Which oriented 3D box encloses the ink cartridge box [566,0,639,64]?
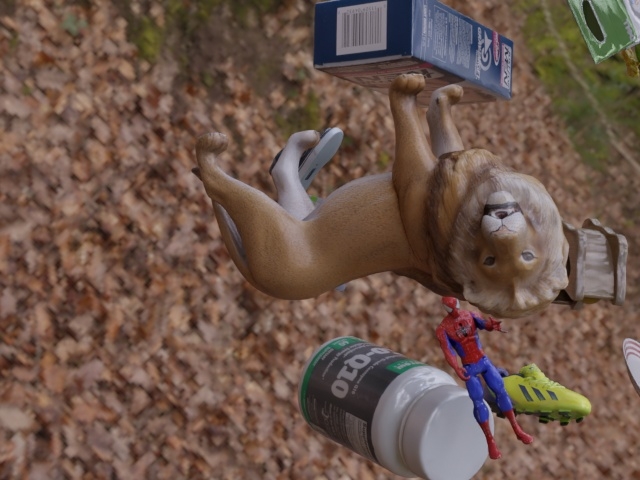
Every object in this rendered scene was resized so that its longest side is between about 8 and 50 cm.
[{"bbox_3d":[0.413,-0.322,1.515,0.109,0.209,0.062,65,-20,-9],"label":"ink cartridge box"}]

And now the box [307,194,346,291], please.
[{"bbox_3d":[0.000,0.000,1.968,0.038,0.145,0.186,25,-4,-37],"label":"box"}]

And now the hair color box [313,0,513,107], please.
[{"bbox_3d":[0.153,-0.289,1.735,0.174,0.105,0.347,0,-4,34],"label":"hair color box"}]

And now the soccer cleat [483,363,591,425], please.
[{"bbox_3d":[0.433,0.304,2.250,0.093,0.121,0.289,26,-16,-27],"label":"soccer cleat"}]

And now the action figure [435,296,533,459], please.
[{"bbox_3d":[0.260,0.214,1.755,0.139,0.091,0.280,-150,-145,-81],"label":"action figure"}]

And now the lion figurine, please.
[{"bbox_3d":[0.043,-0.016,1.084,0.142,0.392,0.240,7,71,-57],"label":"lion figurine"}]

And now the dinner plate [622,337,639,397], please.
[{"bbox_3d":[0.418,0.186,1.395,0.141,0.017,0.141,40,28,-26],"label":"dinner plate"}]

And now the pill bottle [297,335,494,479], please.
[{"bbox_3d":[0.134,0.311,2.041,0.204,0.204,0.361,41,-15,-34],"label":"pill bottle"}]

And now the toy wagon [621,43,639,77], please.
[{"bbox_3d":[0.656,-0.430,2.053,0.344,0.068,0.267,108,-24,-60],"label":"toy wagon"}]

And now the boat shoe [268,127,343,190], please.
[{"bbox_3d":[-0.035,-0.173,2.234,0.083,0.183,0.065,49,26,20],"label":"boat shoe"}]

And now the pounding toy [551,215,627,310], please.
[{"bbox_3d":[0.359,0.038,1.739,0.155,0.154,0.269,6,12,-8],"label":"pounding toy"}]
